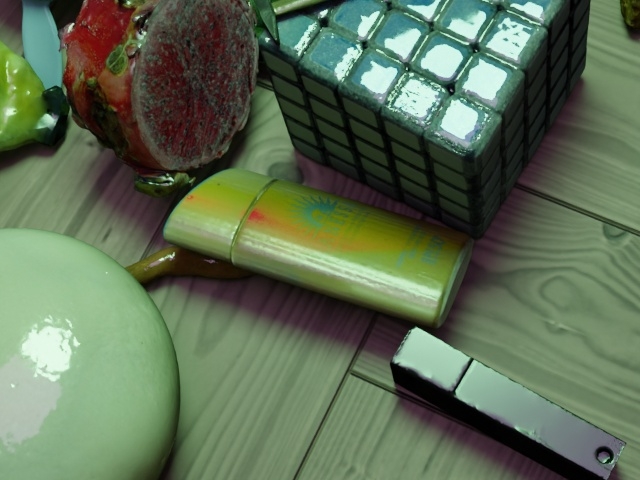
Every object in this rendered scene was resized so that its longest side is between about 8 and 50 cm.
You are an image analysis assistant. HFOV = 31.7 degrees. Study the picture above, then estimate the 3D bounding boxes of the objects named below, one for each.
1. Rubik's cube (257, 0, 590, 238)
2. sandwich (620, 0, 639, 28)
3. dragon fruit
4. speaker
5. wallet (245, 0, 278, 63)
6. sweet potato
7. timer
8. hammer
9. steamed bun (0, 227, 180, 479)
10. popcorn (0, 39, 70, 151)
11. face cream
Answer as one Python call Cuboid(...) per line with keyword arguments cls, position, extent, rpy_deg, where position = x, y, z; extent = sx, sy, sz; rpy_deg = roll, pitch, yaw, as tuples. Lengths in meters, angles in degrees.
Cuboid(cls="Rubik's cube", position=(0.109, -0.176, 1.093), extent=(0.237, 0.238, 0.237), rpy_deg=(30, 78, 19))
Cuboid(cls="sandwich", position=(0.465, -0.367, 1.201), extent=(0.301, 0.099, 0.271), rpy_deg=(-3, 69, 7))
Cuboid(cls="dragon fruit", position=(-0.165, -0.187, 1.136), extent=(0.147, 0.211, 0.282), rpy_deg=(12, 90, 32))
Cuboid(cls="speaker", position=(0.171, 0.157, 1.045), extent=(0.218, 0.082, 0.044), rpy_deg=(28, 75, 16))
Cuboid(cls="wallet", position=(-0.064, -0.310, 1.259), extent=(0.160, 0.055, 0.236), rpy_deg=(15, 68, 25))
Cuboid(cls="sweet potato", position=(-0.137, 0.024, 1.156), extent=(0.179, 0.044, 0.044), rpy_deg=(-5, 69, 3))
Cuboid(cls="timer", position=(-0.287, -0.301, 1.256), extent=(0.175, 0.255, 0.175), rpy_deg=(-14, 30, 8))
Cuboid(cls="hammer", position=(0.040, -0.228, 0.989), extent=(0.199, 0.013, 0.062), rpy_deg=(-19, 67, 3))
Cuboid(cls="steamed bun", position=(-0.290, 0.136, 1.027), extent=(0.324, 0.206, 0.324), rpy_deg=(-3, 61, 6))
Cuboid(cls="popcorn", position=(-0.460, -0.171, 1.156), extent=(0.237, 0.293, 0.293), rpy_deg=(20, 72, 33))
Cuboid(cls="face cream", position=(0.000, 0.000, 1.115), extent=(0.285, 0.067, 0.139), rpy_deg=(16, 35, 13))
